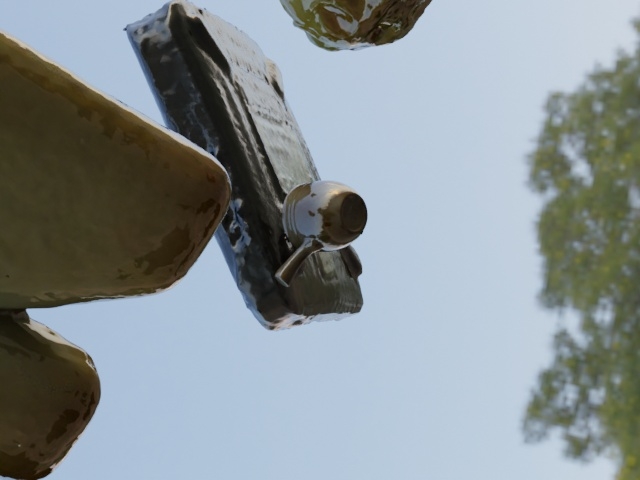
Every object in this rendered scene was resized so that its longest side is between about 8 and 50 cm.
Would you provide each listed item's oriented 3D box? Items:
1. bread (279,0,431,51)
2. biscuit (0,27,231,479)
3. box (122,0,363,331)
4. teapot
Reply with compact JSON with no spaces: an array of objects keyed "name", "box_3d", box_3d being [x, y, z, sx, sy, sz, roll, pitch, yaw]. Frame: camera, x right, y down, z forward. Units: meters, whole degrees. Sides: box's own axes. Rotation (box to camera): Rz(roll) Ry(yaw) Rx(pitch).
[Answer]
[{"name":"bread","box_3d":[0.092,-0.212,0.610,0.084,0.367,0.077,-13,-112,-43]},{"name":"biscuit","box_3d":[-0.211,-0.003,0.719,0.290,0.062,0.237,32,-83,-32]},{"name":"box","box_3d":[-0.068,-0.072,1.439,0.350,0.091,0.359,66,-168,7]},{"name":"teapot","box_3d":[0.000,0.000,1.258,0.085,0.080,0.110,44,-122,-34]}]
